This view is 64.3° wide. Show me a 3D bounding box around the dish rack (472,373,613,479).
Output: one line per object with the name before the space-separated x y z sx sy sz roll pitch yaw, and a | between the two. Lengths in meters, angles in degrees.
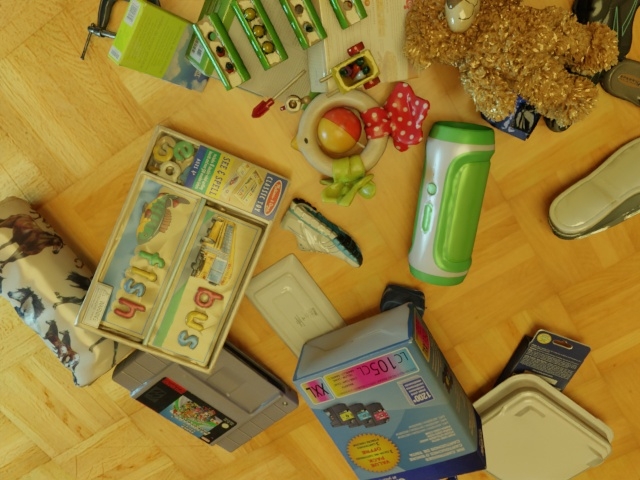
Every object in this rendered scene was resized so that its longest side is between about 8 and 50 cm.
dish rack | 0.482 0.472 1.173 0.333 0.072 0.285 36 116 -14

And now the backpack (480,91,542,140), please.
backpack | 0.353 -0.252 0.909 0.101 0.098 0.120 23 110 -4

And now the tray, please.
tray | -0.042 0.170 1.112 0.145 0.030 0.270 -33 107 11

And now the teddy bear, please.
teddy bear | 0.302 -0.309 0.796 0.338 0.113 0.245 37 102 -5

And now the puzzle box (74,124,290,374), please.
puzzle box | -0.255 0.021 0.972 0.272 0.052 0.408 22 89 -8

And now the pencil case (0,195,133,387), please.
pencil case | -0.543 0.115 1.028 0.184 0.160 0.410 -28 108 21

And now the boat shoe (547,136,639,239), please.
boat shoe | 0.587 -0.102 0.982 0.320 0.116 0.099 -31 151 5

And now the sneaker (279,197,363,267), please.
sneaker | 0.000 0.000 1.032 0.191 0.071 0.083 39 113 -4

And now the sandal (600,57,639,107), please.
sandal | 0.620 -0.275 0.916 0.219 0.060 0.090 16 110 -5

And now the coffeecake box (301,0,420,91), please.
coffeecake box | 0.072 -0.335 0.856 0.186 0.068 0.142 -16 112 -23

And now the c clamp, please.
c clamp | -0.344 -0.373 0.886 0.161 0.022 0.137 16 97 23

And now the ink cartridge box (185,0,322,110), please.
ink cartridge box | -0.075 -0.347 0.889 0.255 0.097 0.188 11 115 -40

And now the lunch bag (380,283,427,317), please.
lunch bag | 0.177 0.136 1.076 0.099 0.065 0.067 14 129 -1

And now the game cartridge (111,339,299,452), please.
game cartridge | -0.246 0.328 1.124 0.230 0.068 0.355 -40 117 10

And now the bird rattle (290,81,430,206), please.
bird rattle | 0.064 -0.188 0.921 0.207 0.143 0.253 34 106 -3

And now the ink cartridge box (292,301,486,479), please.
ink cartridge box | 0.162 0.357 1.058 0.270 0.151 0.395 -25 108 22

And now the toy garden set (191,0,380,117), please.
toy garden set | -0.041 -0.287 0.771 0.244 0.049 0.203 -25 109 9

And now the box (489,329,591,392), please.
box | 0.491 0.301 1.150 0.137 0.036 0.225 20 112 -7

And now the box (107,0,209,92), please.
box | -0.257 -0.328 0.869 0.042 0.178 0.109 42 111 26

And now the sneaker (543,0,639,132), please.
sneaker | 0.475 -0.315 0.883 0.106 0.101 0.267 11 111 -6

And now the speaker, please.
speaker | 0.245 -0.069 0.966 0.131 0.131 0.296 5 111 -1
